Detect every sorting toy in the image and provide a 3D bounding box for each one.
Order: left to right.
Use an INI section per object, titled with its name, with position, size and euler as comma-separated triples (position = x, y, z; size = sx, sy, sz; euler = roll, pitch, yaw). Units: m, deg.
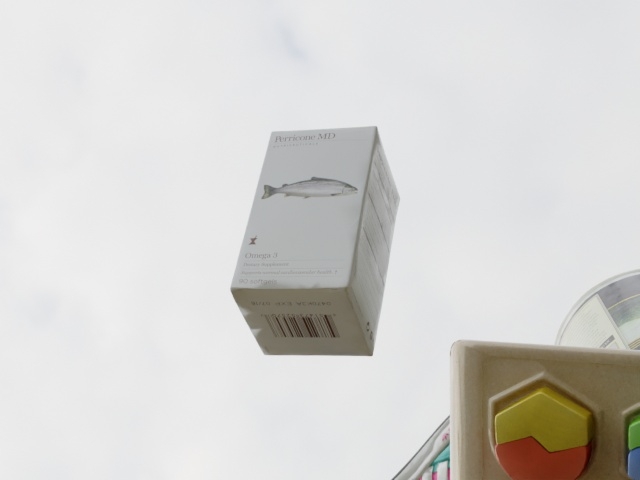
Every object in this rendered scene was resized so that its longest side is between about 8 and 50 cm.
[sorting toy]
position = 0.167, 0.159, 0.647
size = 0.038, 0.208, 0.193
euler = -11, -79, -60

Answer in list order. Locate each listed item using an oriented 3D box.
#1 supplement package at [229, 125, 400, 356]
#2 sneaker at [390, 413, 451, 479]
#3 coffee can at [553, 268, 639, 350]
[supplement package]
position = 0.000, 0.000, 0.986
size = 0.105, 0.179, 0.105
euler = -2, -38, 17
[sneaker]
position = 0.169, 0.335, 1.292
size = 0.124, 0.178, 0.295
euler = 11, -57, -39
[coffee can]
position = 0.341, 0.164, 1.057
size = 0.201, 0.275, 0.201
euler = 0, -71, 1
